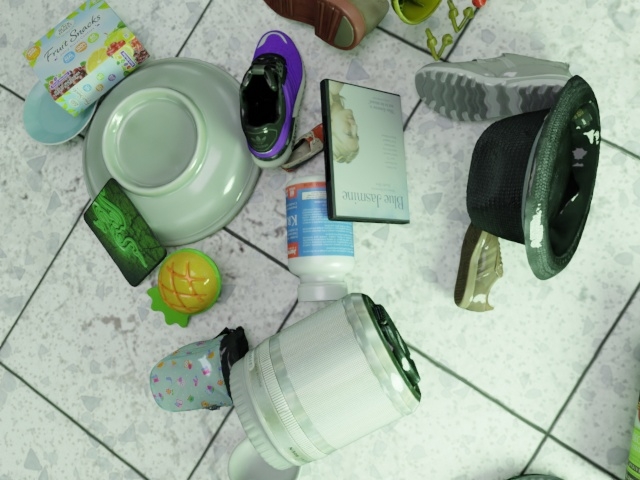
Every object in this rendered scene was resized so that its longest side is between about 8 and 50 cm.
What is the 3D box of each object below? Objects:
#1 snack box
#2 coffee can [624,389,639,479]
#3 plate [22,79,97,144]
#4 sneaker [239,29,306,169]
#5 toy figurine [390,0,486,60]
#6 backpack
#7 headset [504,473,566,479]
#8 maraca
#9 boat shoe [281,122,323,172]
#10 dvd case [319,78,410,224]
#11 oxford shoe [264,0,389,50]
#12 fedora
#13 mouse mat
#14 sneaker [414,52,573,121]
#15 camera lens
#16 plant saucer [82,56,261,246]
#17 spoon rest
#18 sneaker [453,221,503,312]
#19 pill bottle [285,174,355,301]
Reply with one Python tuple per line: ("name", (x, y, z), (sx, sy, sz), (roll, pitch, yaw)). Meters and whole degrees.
("snack box", (-0.488, -0.387, 1.159), (0.207, 0.070, 0.174), (-39, 66, -3))
("coffee can", (0.583, 0.291, 0.832), (0.201, 0.201, 0.275), (11, 86, 12))
("plate", (-0.555, -0.288, 1.198), (0.188, 0.024, 0.188), (-4, 74, 14))
("sneaker", (-0.094, -0.294, 1.040), (0.102, 0.146, 0.293), (-3, 69, 11))
("toy figurine", (0.203, -0.537, 1.051), (0.217, 0.191, 0.362), (31, 84, 43))
("backpack", (-0.222, 0.248, 1.041), (0.182, 0.115, 0.152), (-13, 84, 12))
("headset", (0.403, 0.580, 0.894), (0.243, 0.185, 0.394), (-28, 64, 3))
("maraca", (-0.265, 0.093, 1.077), (0.127, 0.099, 0.185), (46, 117, 3))
("boat shoe", (-0.024, -0.186, 1.084), (0.137, 0.043, 0.049), (-40, 76, 3))
("dvd case", (0.083, -0.156, 1.010), (0.022, 0.180, 0.253), (-12, 79, 54))
("oxford shoe", (-0.020, -0.508, 1.101), (0.348, 0.123, 0.130), (42, 67, 13))
("fedora", (0.336, -0.103, 0.903), (0.152, 0.334, 0.334), (10, 86, 38))
("mouse mat", (-0.392, -0.012, 1.107), (0.152, 0.007, 0.189), (-39, 85, 36))
("sneaker", (0.315, -0.286, 1.019), (0.281, 0.105, 0.115), (11, 52, 16))
("camera lens", (0.015, 0.232, 0.941), (0.274, 0.219, 0.219), (-29, 79, 7))
("plant saucer", (-0.317, -0.190, 1.114), (0.400, 0.100, 0.400), (-1, 83, 11))
("spoon rest", (-0.077, 0.433, 0.944), (0.137, 0.084, 0.276), (-15, 36, -11))
("sneaker", (0.293, 0.036, 0.998), (0.071, 0.066, 0.188), (17, 87, -11))
("pill bottle", (0.000, 0.000, 1.018), (0.124, 0.124, 0.221), (-4, 82, 11))
